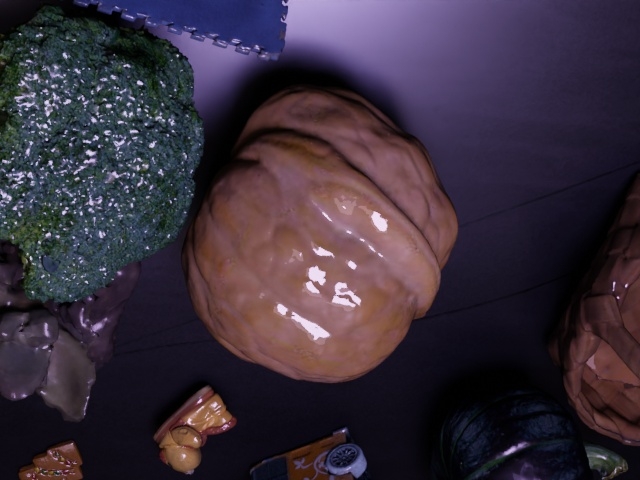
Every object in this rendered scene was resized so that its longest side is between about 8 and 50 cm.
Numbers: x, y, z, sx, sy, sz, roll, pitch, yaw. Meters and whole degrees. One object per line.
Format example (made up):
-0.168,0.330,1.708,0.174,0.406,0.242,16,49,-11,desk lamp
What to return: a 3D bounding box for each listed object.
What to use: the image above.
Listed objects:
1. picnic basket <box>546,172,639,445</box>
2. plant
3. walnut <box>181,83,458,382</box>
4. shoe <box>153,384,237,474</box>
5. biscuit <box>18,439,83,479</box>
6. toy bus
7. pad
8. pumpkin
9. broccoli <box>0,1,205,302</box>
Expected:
0.440,0.123,1.268,0.292,0.337,0.337,14,115,-16,picnic basket
-0.294,0.040,1.115,0.215,0.312,0.213,13,113,-13,plant
0.000,0.000,1.168,0.285,0.285,0.296,43,69,-26,walnut
-0.156,0.234,1.372,0.069,0.072,0.109,41,83,5,shoe
-0.331,0.289,1.410,0.082,0.016,0.092,28,112,-21,biscuit
0.005,0.377,1.360,0.167,0.275,0.139,-21,119,4,toy bus
-0.147,-0.300,1.004,0.269,0.269,0.012,15,150,-14,pad
0.261,0.291,1.377,0.247,0.248,0.248,-4,118,-7,pumpkin
-0.237,-0.096,0.980,0.269,0.254,0.269,22,137,23,broccoli
